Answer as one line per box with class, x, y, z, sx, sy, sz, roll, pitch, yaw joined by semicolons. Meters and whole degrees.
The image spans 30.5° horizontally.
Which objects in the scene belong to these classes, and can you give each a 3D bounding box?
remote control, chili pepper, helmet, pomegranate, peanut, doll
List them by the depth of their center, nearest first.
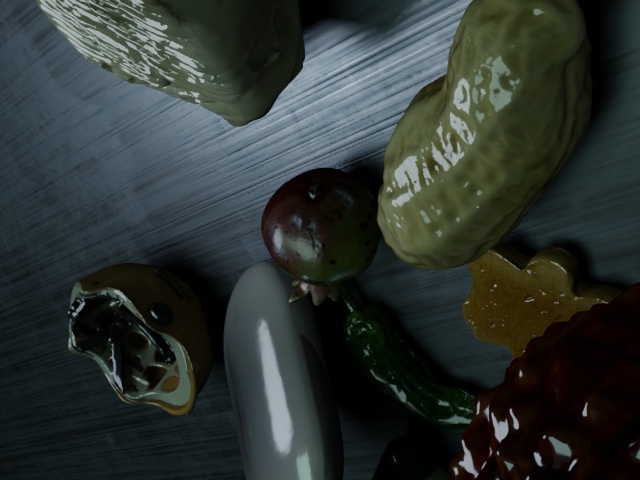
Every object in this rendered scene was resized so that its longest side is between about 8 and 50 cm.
peanut;0.143;-0.099;1.027;0.153;0.140;0.325;53;142;29
pomegranate;-0.003;-0.006;1.251;0.129;0.129;0.159;49;152;7
chili pepper;0.099;0.140;1.299;0.279;0.065;0.122;37;124;17
doll;0.087;0.330;1.317;0.143;0.234;0.135;39;133;7
remote control;-0.046;0.182;1.354;0.221;0.103;0.332;117;146;-57
helmet;-0.222;0.115;1.548;0.224;0.130;0.198;34;141;9

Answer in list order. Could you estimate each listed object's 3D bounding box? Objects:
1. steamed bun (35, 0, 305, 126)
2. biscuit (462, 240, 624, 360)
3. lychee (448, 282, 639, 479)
steamed bun;-0.142;-0.279;1.124;0.310;0.219;0.324;24;165;41
biscuit;0.241;0.082;1.135;0.225;0.036;0.166;24;133;28
lychee;0.338;0.227;0.858;0.500;0.424;0.424;11;129;6
